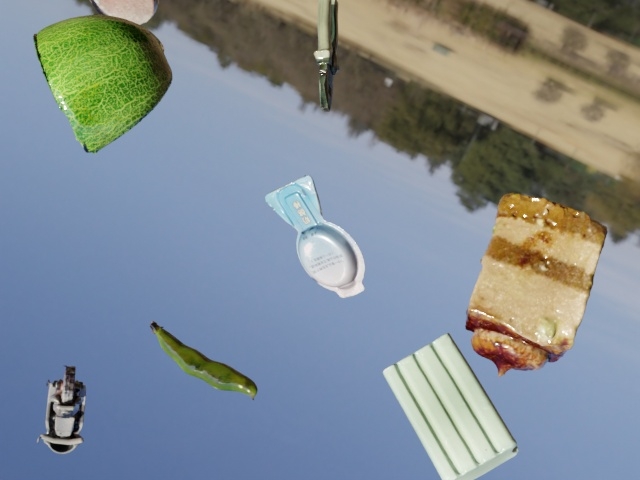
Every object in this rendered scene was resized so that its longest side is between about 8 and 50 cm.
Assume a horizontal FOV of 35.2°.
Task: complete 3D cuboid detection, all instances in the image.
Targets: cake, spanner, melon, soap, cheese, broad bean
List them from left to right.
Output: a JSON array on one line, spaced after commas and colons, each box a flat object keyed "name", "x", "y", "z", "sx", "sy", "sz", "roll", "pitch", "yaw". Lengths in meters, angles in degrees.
[{"name": "melon", "x": -0.322, "y": -0.274, "z": 1.500, "sx": 0.265, "sy": 0.169, "sz": 0.129, "roll": -117, "pitch": 2, "yaw": -46}, {"name": "broad bean", "x": -0.258, "y": 0.266, "z": 2.159, "sx": 0.297, "sy": 0.060, "sz": 0.043, "roll": 28, "pitch": 170, "yaw": 19}, {"name": "cheese", "x": 0.000, "y": 0.000, "z": 1.852, "sx": 0.245, "sy": 0.135, "sz": 0.052, "roll": 58, "pitch": -143, "yaw": -11}, {"name": "spanner", "x": 0.015, "y": -0.439, "z": 2.317, "sx": 0.040, "sy": 0.325, "sz": 0.095, "roll": -6, "pitch": 155, "yaw": 16}, {"name": "soap", "x": 0.256, "y": 0.337, "z": 1.992, "sx": 0.265, "sy": 0.160, "sz": 0.087, "roll": 60, "pitch": 180, "yaw": 29}, {"name": "cake", "x": 0.349, "y": 0.089, "z": 1.711, "sx": 0.196, "sy": 0.293, "sz": 0.199, "roll": 21, "pitch": 170, "yaw": 11}]

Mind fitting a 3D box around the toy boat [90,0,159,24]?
[{"name": "toy boat", "x": -0.420, "y": -0.548, "z": 2.126, "sx": 0.155, "sy": 0.085, "sz": 0.227, "roll": -2, "pitch": 154, "yaw": 9}]

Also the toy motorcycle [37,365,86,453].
[{"name": "toy motorcycle", "x": -0.448, "y": 0.298, "z": 1.754, "sx": 0.080, "sy": 0.122, "sz": 0.215, "roll": 5, "pitch": 155, "yaw": -14}]
